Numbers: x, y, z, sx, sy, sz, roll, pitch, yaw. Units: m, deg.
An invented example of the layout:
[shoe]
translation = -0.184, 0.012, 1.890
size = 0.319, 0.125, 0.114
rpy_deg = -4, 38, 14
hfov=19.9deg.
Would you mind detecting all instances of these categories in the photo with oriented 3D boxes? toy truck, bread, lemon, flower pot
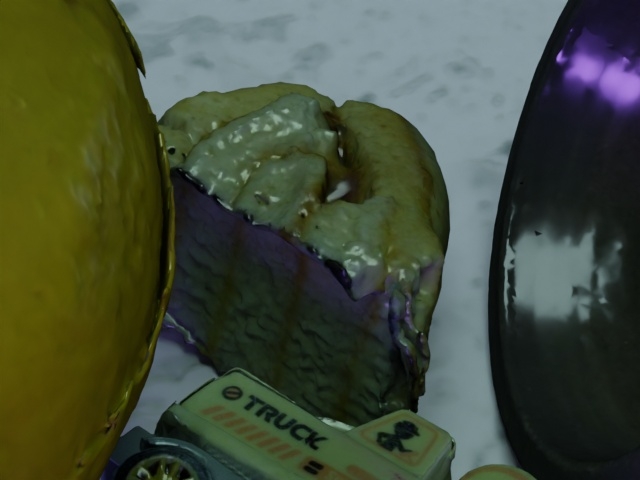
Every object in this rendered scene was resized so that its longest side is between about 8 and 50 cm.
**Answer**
[toy truck]
translation = 0.020, 0.114, 0.606
size = 0.191, 0.085, 0.116
rpy_deg = 31, 50, 25
[bread]
translation = 0.005, 0.003, 0.701
size = 0.156, 0.103, 0.110
rpy_deg = 39, 45, 21
[lemon]
translation = -0.185, -0.002, 0.566
size = 0.297, 0.297, 0.297
rpy_deg = 2, 49, -2
[flower pot]
translation = 0.172, -0.005, 0.655
size = 0.148, 0.235, 0.235
rpy_deg = 14, 46, -18
